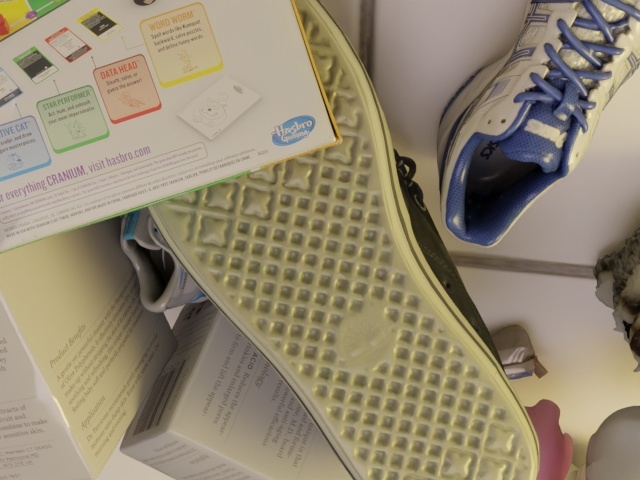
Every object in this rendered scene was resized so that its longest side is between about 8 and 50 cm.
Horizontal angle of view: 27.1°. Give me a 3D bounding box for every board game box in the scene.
[{"bbox_3d":[-0.147,-0.177,0.842,0.242,0.064,0.317,-17,107,1],"label":"board game box"}]

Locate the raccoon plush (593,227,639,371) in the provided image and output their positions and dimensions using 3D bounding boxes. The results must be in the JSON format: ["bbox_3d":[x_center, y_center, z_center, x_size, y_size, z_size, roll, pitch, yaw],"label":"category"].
[{"bbox_3d":[0.418,0.101,1.110,0.446,0.299,0.216,12,128,-48],"label":"raccoon plush"}]

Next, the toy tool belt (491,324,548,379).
[{"bbox_3d":[0.160,0.115,1.206,0.083,0.052,0.051,-18,120,26],"label":"toy tool belt"}]

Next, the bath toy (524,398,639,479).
[{"bbox_3d":[0.164,0.221,1.196,0.348,0.129,0.151,-2,133,34],"label":"bath toy"}]

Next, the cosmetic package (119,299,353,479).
[{"bbox_3d":[-0.046,0.145,1.140,0.183,0.151,0.151,29,156,-15],"label":"cosmetic package"}]

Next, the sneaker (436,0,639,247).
[{"bbox_3d":[0.176,-0.111,0.931,0.111,0.131,0.296,21,132,-8],"label":"sneaker"}]

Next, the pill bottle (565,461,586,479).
[{"bbox_3d":[0.206,0.281,1.311,0.208,0.118,0.117,-23,126,29],"label":"pill bottle"}]

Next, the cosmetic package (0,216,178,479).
[{"bbox_3d":[-0.264,-0.010,1.006,0.155,0.197,0.366,-12,114,22],"label":"cosmetic package"}]

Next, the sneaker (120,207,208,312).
[{"bbox_3d":[-0.130,-0.032,1.057,0.071,0.083,0.191,-6,103,29],"label":"sneaker"}]

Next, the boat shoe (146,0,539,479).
[{"bbox_3d":[0.000,0.000,1.002,0.186,0.156,0.500,-31,99,3],"label":"boat shoe"}]
